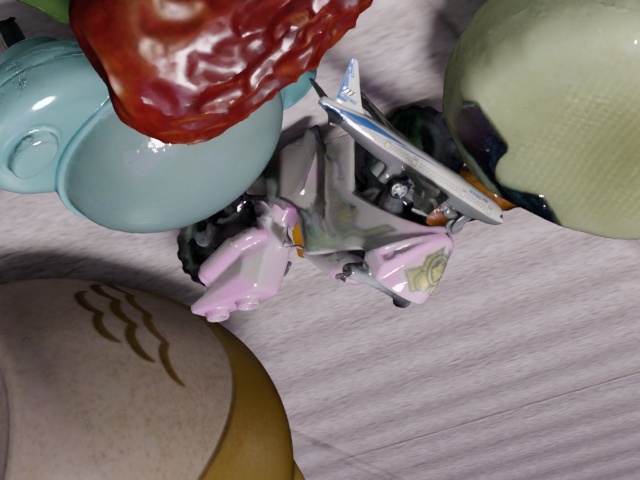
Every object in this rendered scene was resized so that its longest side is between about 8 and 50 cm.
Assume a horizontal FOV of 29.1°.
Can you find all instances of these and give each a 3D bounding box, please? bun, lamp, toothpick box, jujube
[{"bbox_3d":[0.244,-0.138,1.025,0.283,0.179,0.283,10,146,7],"label":"bun"},{"bbox_3d":[-0.149,-0.094,1.009,0.284,0.147,0.209,11,133,-31],"label":"lamp"},{"bbox_3d":[-0.243,0.255,1.375,0.409,0.409,0.425,-29,150,35],"label":"toothpick box"},{"bbox_3d":[-0.061,-0.171,0.854,0.230,0.155,0.155,-36,149,2],"label":"jujube"}]

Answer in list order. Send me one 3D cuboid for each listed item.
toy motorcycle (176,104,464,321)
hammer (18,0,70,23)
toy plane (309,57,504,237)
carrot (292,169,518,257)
[{"bbox_3d":[0.000,0.000,1.191,0.327,0.188,0.143,-22,156,26],"label":"toy motorcycle"},{"bbox_3d":[-0.254,-0.200,0.807,0.206,0.119,0.335,-50,151,16],"label":"hammer"},{"bbox_3d":[0.077,-0.066,1.049,0.058,0.226,0.226,-40,124,13],"label":"toy plane"},{"bbox_3d":[0.125,-0.036,1.291,0.314,0.066,0.066,-12,153,7],"label":"carrot"}]
